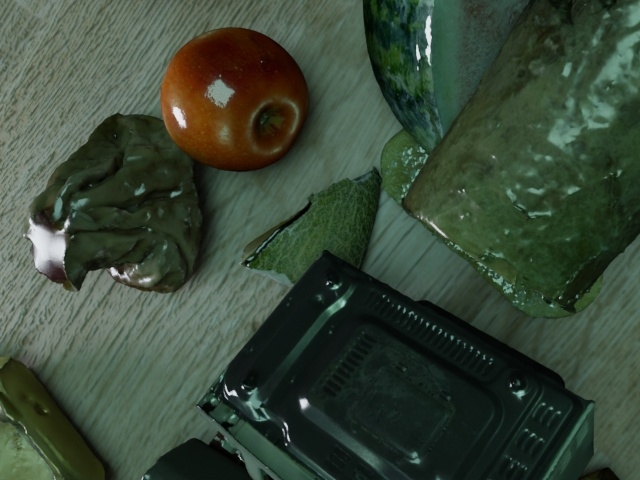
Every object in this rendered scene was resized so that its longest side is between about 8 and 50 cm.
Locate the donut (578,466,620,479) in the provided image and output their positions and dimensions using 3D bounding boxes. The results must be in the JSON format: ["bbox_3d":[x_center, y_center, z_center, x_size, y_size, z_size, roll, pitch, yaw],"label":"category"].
[{"bbox_3d":[0.194,0.407,0.695,0.345,0.136,0.259,-20,86,8],"label":"donut"}]

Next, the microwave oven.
[{"bbox_3d":[0.068,0.176,0.644,0.295,0.181,0.237,29,73,34],"label":"microwave oven"}]

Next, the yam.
[{"bbox_3d":[0.223,-0.095,0.594,0.195,0.195,0.300,36,114,12],"label":"yam"}]

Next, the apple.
[{"bbox_3d":[-0.093,-0.157,0.775,0.139,0.163,0.163,38,99,25],"label":"apple"}]

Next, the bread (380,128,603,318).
[{"bbox_3d":[0.211,-0.060,0.751,0.286,0.056,0.207,38,100,10],"label":"bread"}]

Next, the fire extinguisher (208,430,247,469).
[{"bbox_3d":[-0.073,0.273,0.827,0.132,0.039,0.056,30,119,12],"label":"fire extinguisher"}]

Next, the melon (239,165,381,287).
[{"bbox_3d":[0.003,0.004,0.798,0.202,0.093,0.139,-35,110,-17],"label":"melon"}]

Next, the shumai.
[{"bbox_3d":[-0.235,-0.046,0.794,0.184,0.185,0.218,9,92,14],"label":"shumai"}]

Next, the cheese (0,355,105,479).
[{"bbox_3d":[-0.439,0.332,0.882,0.316,0.128,0.259,-45,72,4],"label":"cheese"}]

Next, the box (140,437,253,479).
[{"bbox_3d":[-0.134,0.381,0.787,0.178,0.138,0.274,28,107,23],"label":"box"}]

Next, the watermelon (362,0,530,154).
[{"bbox_3d":[0.145,-0.246,0.717,0.231,0.193,0.310,-17,54,28],"label":"watermelon"}]
